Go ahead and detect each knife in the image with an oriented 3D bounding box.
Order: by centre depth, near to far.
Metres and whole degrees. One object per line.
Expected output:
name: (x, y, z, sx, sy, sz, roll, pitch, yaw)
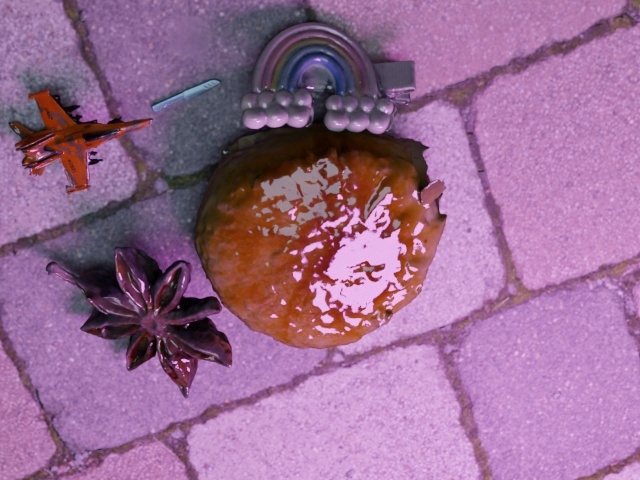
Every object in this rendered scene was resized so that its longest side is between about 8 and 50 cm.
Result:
knife: (-0.164, -0.177, 1.515, 0.091, 0.005, 0.014, -24, 115, 1)

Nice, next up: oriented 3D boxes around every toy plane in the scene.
toy plane: (-0.281, -0.127, 1.481, 0.188, 0.062, 0.135, -15, 113, 12)

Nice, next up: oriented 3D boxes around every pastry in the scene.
pastry: (0.000, 0.000, 1.551, 0.330, 0.136, 0.329, -4, 116, -8)

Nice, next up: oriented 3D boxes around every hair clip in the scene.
hair clip: (0.010, -0.193, 1.490, 0.220, 0.054, 0.140, 2, 75, -15)

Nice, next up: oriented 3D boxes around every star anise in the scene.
star anise: (-0.221, 0.085, 1.568, 0.262, 0.081, 0.230, 29, 136, 0)
